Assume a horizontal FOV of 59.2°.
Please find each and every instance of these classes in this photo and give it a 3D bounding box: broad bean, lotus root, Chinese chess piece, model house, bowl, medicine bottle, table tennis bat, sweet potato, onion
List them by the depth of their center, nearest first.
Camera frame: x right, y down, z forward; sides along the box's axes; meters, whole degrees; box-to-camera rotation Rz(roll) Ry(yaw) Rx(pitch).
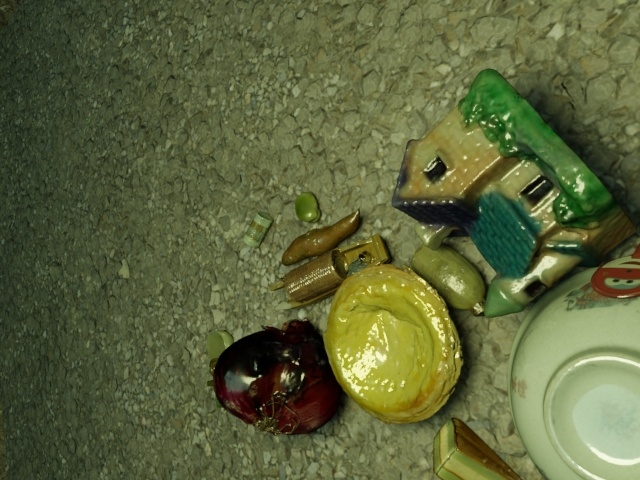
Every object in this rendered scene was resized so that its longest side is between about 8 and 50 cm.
[{"bbox_3d":[0.440,0.241,0.803,0.435,0.196,0.434,-5,82,40],"label":"bowl"},{"bbox_3d":[0.467,0.039,0.840,0.098,0.155,0.019,1,125,51],"label":"table tennis bat"},{"bbox_3d":[0.286,-0.056,0.921,0.280,0.245,0.312,-42,55,21],"label":"model house"},{"bbox_3d":[0.245,0.072,1.053,0.183,0.077,0.090,48,116,33],"label":"lotus root"},{"bbox_3d":[-0.094,0.295,1.193,0.280,0.281,0.221,65,146,23],"label":"onion"},{"bbox_3d":[0.000,0.000,1.270,0.274,0.067,0.067,-30,68,37],"label":"sweet potato"},{"bbox_3d":[-0.032,-0.075,1.318,0.063,0.045,0.083,-45,53,26],"label":"broad bean"},{"bbox_3d":[-0.158,-0.027,1.414,0.047,0.047,0.083,43,112,34],"label":"medicine bottle"},{"bbox_3d":[-0.263,0.278,1.483,0.084,0.034,0.084,-2,88,39],"label":"Chinese chess piece"}]

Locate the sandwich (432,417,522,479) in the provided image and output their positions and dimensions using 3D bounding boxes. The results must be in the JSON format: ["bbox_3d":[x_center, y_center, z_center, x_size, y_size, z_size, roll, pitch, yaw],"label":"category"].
[{"bbox_3d":[0.292,0.409,1.025,0.163,0.113,0.079,31,108,1],"label":"sandwich"}]

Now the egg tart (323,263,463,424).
[{"bbox_3d":[0.146,0.197,1.092,0.315,0.120,0.314,3,94,41],"label":"egg tart"}]

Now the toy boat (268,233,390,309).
[{"bbox_3d":[0.011,0.075,1.221,0.310,0.115,0.089,-27,70,34],"label":"toy boat"}]

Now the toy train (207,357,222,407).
[{"bbox_3d":[-0.184,0.346,1.377,0.226,0.090,0.137,-14,81,38],"label":"toy train"}]
